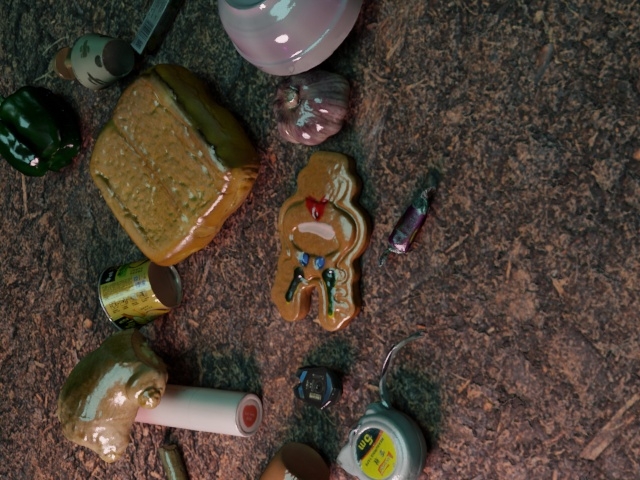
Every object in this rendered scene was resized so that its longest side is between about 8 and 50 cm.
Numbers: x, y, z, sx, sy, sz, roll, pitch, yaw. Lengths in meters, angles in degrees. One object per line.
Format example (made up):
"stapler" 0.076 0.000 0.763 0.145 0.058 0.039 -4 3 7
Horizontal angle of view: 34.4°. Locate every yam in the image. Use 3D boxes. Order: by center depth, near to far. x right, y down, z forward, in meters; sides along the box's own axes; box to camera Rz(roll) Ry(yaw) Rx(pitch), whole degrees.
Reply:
"yam" -0.307 0.475 2.169 0.043 0.043 0.094 -26 78 34

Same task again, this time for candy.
"candy" 0.155 -0.023 1.811 0.043 0.045 0.175 36 114 12

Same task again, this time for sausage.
"sausage" -0.093 0.527 1.973 0.121 0.121 0.304 42 117 26

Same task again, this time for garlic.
"garlic" -0.023 -0.246 1.889 0.159 0.102 0.147 -12 81 36

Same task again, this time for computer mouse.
"computer mouse" -0.001 0.274 1.938 0.135 0.047 0.079 2 82 47

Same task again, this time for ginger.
"ginger" -0.407 0.310 2.081 0.221 0.130 0.275 7 85 28

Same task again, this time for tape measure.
"tape measure" 0.150 0.301 1.807 0.164 0.084 0.330 40 115 25

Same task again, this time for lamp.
"lamp" -0.487 -0.380 2.204 0.215 0.121 0.121 4 95 45

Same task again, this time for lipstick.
"lipstick" -0.270 0.340 2.107 0.327 0.087 0.087 -1 92 36

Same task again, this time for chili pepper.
"chili pepper" -0.649 -0.268 2.297 0.261 0.165 0.173 48 135 20

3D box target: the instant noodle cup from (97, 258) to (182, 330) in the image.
"instant noodle cup" -0.365 0.106 2.133 0.122 0.151 0.151 -19 82 26

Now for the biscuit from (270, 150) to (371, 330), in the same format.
"biscuit" 0.000 0.000 1.922 0.202 0.047 0.333 14 100 34

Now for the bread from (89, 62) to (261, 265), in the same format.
"bread" -0.290 -0.146 2.063 0.337 0.148 0.328 50 122 20

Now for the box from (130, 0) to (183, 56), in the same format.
"box" -0.320 -0.472 2.119 0.041 0.050 0.207 44 116 22

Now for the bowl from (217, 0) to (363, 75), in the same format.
"bowl" -0.074 -0.451 1.842 0.287 0.144 0.286 -11 70 33
